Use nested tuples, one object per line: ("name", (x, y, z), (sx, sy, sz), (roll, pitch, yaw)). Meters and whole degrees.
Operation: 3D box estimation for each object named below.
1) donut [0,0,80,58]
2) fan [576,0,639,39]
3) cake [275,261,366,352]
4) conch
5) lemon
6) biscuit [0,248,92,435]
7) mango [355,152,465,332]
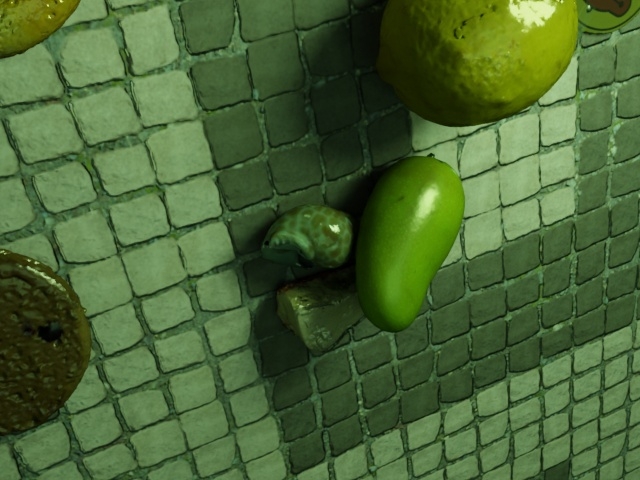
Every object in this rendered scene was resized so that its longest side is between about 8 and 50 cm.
("donut", (-0.397, -0.329, 0.866), (0.303, 0.110, 0.302), (-11, 119, -22))
("fan", (0.460, -0.416, 1.304), (0.230, 0.011, 0.334), (20, 104, -33))
("cake", (0.041, 0.110, 1.326), (0.221, 0.086, 0.116), (-16, 125, -21))
("conch", (-0.010, -0.008, 1.232), (0.173, 0.105, 0.116), (-5, 144, -3))
("lemon", (0.221, -0.288, 1.108), (0.284, 0.260, 0.260), (-19, 122, -25))
("biscuit", (-0.464, 0.143, 1.098), (0.296, 0.075, 0.295), (-8, 117, -17))
("mango", (0.134, 0.000, 1.240), (0.175, 0.143, 0.293), (33, 71, -48))
